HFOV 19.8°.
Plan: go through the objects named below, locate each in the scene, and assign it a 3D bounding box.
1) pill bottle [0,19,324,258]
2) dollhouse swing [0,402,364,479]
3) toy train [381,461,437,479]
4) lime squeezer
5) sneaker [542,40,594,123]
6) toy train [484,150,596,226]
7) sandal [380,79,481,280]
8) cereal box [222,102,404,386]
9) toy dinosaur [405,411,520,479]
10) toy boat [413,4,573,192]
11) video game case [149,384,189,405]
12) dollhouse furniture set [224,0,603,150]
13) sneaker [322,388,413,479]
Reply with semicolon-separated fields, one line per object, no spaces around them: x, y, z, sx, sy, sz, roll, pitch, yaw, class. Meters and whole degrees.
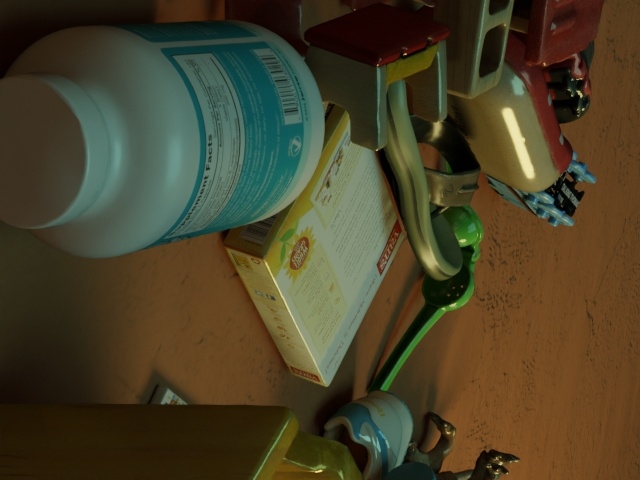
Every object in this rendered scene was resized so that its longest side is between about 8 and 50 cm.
-0.115;-0.068;1.187;0.264;0.146;0.146;-15;120;-62;pill bottle
-0.128;0.321;1.285;0.347;0.315;0.305;67;26;-57;dollhouse swing
0.048;0.336;1.740;0.248;0.105;0.143;-41;123;-27;toy train
0.119;0.008;1.884;0.110;0.059;0.310;5;104;-33;lime squeezer
0.213;-0.245;1.840;0.276;0.097;0.135;61;35;-47;sneaker
0.228;-0.073;1.975;0.080;0.105;0.184;-62;156;-3;toy train
0.102;-0.070;1.672;0.303;0.086;0.120;72;0;-51;sandal
0.000;0.000;1.604;0.173;0.047;0.240;-62;155;-23;cereal box
0.117;0.310;1.997;0.295;0.127;0.200;-19;132;-76;toy dinosaur
0.180;-0.156;1.724;0.151;0.151;0.231;-48;145;-15;toy boat
-0.125;0.176;1.503;0.087;0.011;0.122;-65;156;-14;video game case
0.065;-0.212;1.424;0.374;0.201;0.152;-28;131;-52;dollhouse furniture set
0.027;0.264;1.819;0.092;0.087;0.229;-15;114;-52;sneaker
